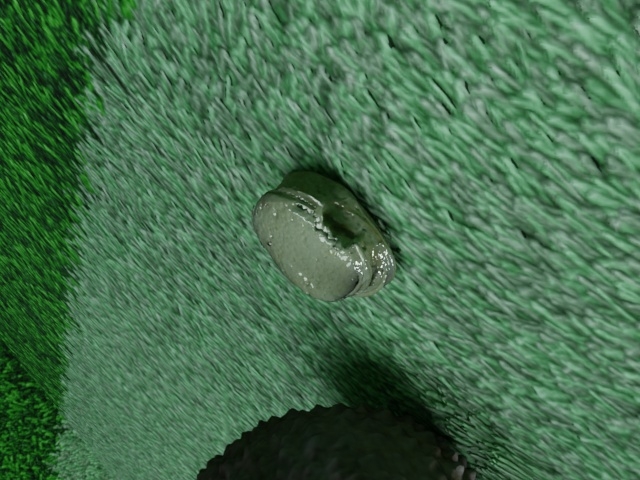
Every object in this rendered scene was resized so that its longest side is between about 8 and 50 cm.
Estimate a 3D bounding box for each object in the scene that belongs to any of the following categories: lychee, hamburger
[{"bbox_3d":[0.026,0.375,1.091,0.380,0.380,0.432,13,160,48],"label":"lychee"},{"bbox_3d":[0.000,0.000,0.921,0.140,0.062,0.133,55,152,-17],"label":"hamburger"}]
